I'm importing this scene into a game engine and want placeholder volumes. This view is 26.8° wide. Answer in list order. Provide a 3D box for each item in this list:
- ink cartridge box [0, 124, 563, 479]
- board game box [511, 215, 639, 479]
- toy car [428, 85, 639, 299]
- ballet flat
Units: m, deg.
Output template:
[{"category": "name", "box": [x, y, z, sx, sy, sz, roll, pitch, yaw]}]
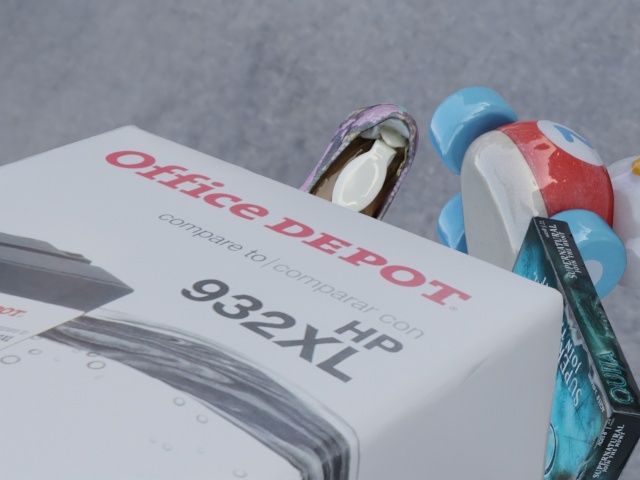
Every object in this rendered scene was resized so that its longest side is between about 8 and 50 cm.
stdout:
[{"category": "ink cartridge box", "box": [-0.098, 0.083, 0.432, 0.223, 0.307, 0.129, 22, 122, 34]}, {"category": "board game box", "box": [0.134, 0.088, 0.787, 0.186, 0.026, 0.126, -98, 21, -57]}, {"category": "toy car", "box": [0.240, -0.023, 1.099, 0.219, 0.237, 0.210, -120, 16, -48]}, {"category": "ballet flat", "box": [0.000, 0.000, 0.922, 0.222, 0.076, 0.079, -60, 0, -3]}]
